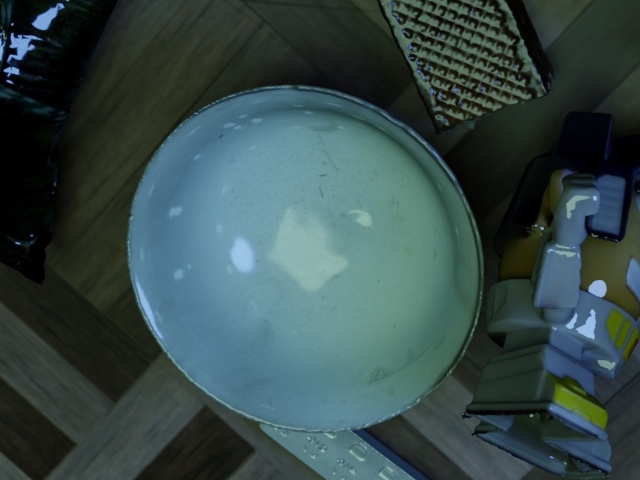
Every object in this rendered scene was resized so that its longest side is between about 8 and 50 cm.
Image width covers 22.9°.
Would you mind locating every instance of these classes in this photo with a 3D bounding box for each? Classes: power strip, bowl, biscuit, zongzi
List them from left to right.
[{"bbox_3d":[-0.325,-0.193,1.383,0.383,0.319,0.362,29,103,-17],"label":"zongzi"},{"bbox_3d":[0.000,0.000,1.396,0.313,0.146,0.313,5,110,13],"label":"bowl"},{"bbox_3d":[0.045,0.221,1.524,0.252,0.027,0.060,37,112,-1],"label":"power strip"},{"bbox_3d":[0.106,-0.212,1.340,0.106,0.070,0.252,-20,103,20],"label":"biscuit"}]

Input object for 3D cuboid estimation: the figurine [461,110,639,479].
[{"bbox_3d":[0.207,0.038,1.296,0.143,0.308,0.309,13,111,-1],"label":"figurine"}]
